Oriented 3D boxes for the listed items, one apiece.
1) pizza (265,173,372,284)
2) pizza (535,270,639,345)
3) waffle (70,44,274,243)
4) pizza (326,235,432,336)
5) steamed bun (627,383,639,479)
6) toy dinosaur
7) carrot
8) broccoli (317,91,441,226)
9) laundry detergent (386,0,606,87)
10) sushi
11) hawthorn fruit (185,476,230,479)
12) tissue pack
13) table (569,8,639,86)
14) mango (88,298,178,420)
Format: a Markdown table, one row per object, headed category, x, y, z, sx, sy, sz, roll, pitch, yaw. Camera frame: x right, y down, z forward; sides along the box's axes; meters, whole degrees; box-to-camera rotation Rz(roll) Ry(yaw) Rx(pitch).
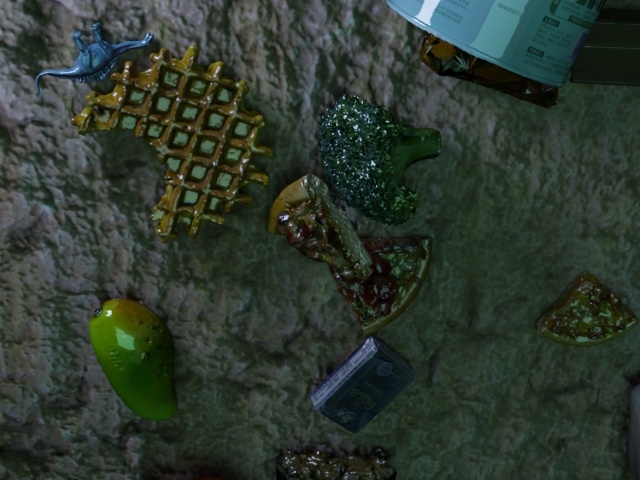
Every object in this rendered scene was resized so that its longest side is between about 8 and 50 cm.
| category | x | y | z | sx | sy | sz | roll | pitch | yaw |
| --- | --- | --- | --- | --- | --- | --- | --- | --- | --- |
| pizza | 0.000 | 0.000 | 1.772 | 0.194 | 0.069 | 0.154 | 44 | 134 | 2 |
| pizza | 0.453 | 0.123 | 1.917 | 0.175 | 0.046 | 0.134 | -14 | 112 | 1 |
| waffle | -0.212 | -0.159 | 1.747 | 0.260 | 0.069 | 0.293 | -31 | 109 | 4 |
| pizza | 0.075 | 0.060 | 1.857 | 0.193 | 0.053 | 0.201 | 22 | 108 | -13 |
| steamed bun | 0.684 | 0.422 | 1.949 | 0.247 | 0.236 | 0.383 | -14 | 112 | -1 |
| toy dinosaur | -0.346 | -0.279 | 1.698 | 0.197 | 0.045 | 0.080 | -26 | 114 | -5 |
| carrot | 0.266 | -0.265 | 1.747 | 0.229 | 0.069 | 0.069 | 17 | 109 | -11 |
| broccoli | 0.106 | -0.133 | 1.744 | 0.194 | 0.194 | 0.219 | -17 | 88 | 2 |
| laundry detergent | 0.283 | -0.412 | 1.569 | 0.287 | 0.287 | 0.305 | 21 | 108 | -12 |
| sushi | 0.026 | 0.434 | 1.949 | 0.213 | 0.147 | 0.114 | 4 | 111 | -2 |
| hawthorn fruit | -0.229 | 0.507 | 1.936 | 0.261 | 0.224 | 0.224 | 17 | 110 | 14 |
| tissue pack | 0.073 | 0.249 | 1.924 | 0.156 | 0.051 | 0.112 | -45 | 124 | 12 |
| table | 0.492 | -0.293 | 1.714 | 0.227 | 0.167 | 0.167 | 4 | 111 | 3 |
| mango | -0.297 | 0.195 | 1.851 | 0.125 | 0.111 | 0.232 | -23 | 112 | 9 |
